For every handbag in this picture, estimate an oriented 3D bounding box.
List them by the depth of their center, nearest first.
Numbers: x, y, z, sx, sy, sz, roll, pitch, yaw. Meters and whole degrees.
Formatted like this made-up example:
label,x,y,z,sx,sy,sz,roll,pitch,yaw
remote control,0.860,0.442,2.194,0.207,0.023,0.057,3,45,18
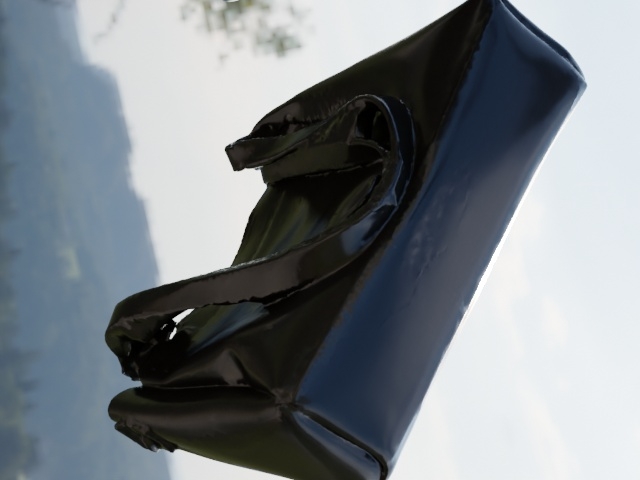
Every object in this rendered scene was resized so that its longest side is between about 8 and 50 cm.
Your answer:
label,x,y,z,sx,sy,sz,roll,pitch,yaw
handbag,0.000,0.000,1.051,0.113,0.285,0.257,39,-24,-24
